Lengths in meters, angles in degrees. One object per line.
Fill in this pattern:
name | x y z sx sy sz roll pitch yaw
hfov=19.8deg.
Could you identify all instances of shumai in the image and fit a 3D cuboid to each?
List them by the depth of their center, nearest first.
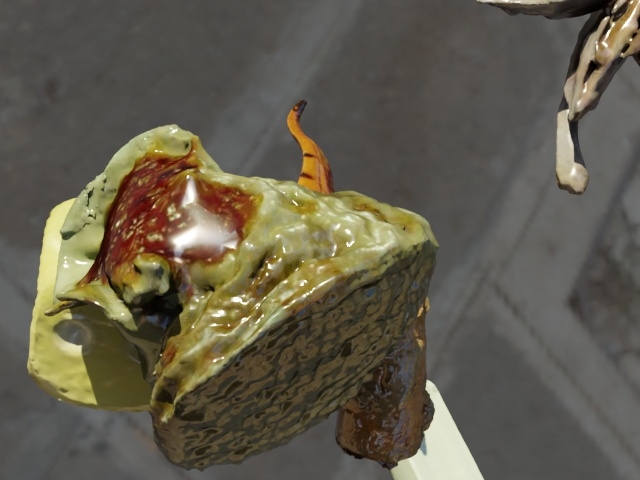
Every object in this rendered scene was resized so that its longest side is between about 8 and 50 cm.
shumai | -0.085 0.016 1.686 0.288 0.330 0.292 53 0 27

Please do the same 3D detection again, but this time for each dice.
dice | -0.203 0.062 1.862 0.169 0.169 0.166 8 29 -6

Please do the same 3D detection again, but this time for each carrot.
carrot | 0.065 0.092 1.831 0.102 0.102 0.263 -21 122 -45

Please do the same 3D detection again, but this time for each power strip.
power strip | 0.172 0.348 2.198 0.091 0.062 0.385 -12 64 -35

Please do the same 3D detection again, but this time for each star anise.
star anise | 0.195 -0.152 1.137 0.209 0.231 0.089 46 6 4

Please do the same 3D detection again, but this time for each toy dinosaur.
toy dinosaur | 0.000 0.000 2.115 0.208 0.097 0.432 50 17 -15
